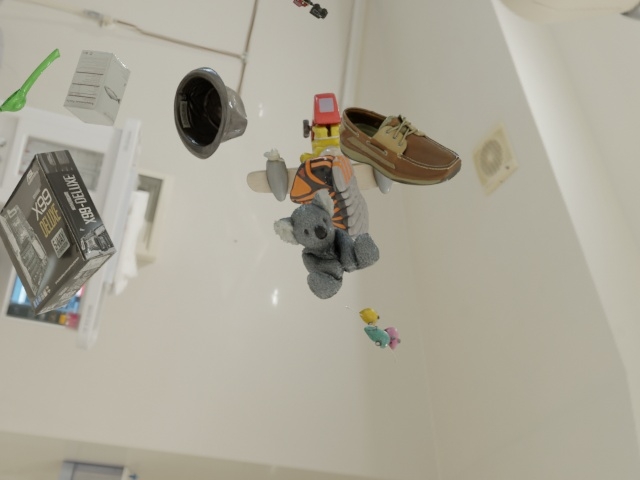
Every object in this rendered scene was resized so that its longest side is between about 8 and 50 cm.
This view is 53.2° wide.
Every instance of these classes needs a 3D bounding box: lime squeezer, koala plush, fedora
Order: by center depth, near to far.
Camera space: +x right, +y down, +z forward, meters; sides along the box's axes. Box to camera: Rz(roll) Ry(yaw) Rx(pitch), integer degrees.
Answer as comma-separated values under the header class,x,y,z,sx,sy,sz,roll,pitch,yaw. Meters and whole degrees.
class,x,y,z,sx,sy,sz,roll,pitch,yaw
lime squeezer,-0.687,-0.312,1.323,0.059,0.311,0.109,49,-31,45
koala plush,0.000,0.000,1.594,0.196,0.221,0.203,-38,-169,-5
fedora,-0.294,-0.353,1.783,0.275,0.124,0.243,36,-63,38

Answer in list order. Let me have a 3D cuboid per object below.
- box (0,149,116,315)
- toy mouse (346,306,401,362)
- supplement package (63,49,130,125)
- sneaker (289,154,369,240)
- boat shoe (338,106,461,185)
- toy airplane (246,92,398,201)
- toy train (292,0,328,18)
class,x,y,z,sx,sy,sz,roll,pitch,yaw
box,-0.571,-0.010,1.357,0.307,0.077,0.242,-34,-100,42
toy mouse,0.145,0.211,1.441,0.031,0.161,0.143,-46,-131,17
supplement package,-0.624,-0.426,1.791,0.105,0.105,0.179,53,48,-70
sneaker,0.025,-0.101,1.813,0.124,0.180,0.321,-57,138,-48
boat shoe,0.164,-0.222,1.453,0.122,0.324,0.119,-42,139,-31
toy airplane,0.028,-0.202,1.920,0.386,0.384,0.272,-48,-177,-1
toy train,-0.052,-0.619,1.643,0.036,0.158,0.027,-56,-164,16
